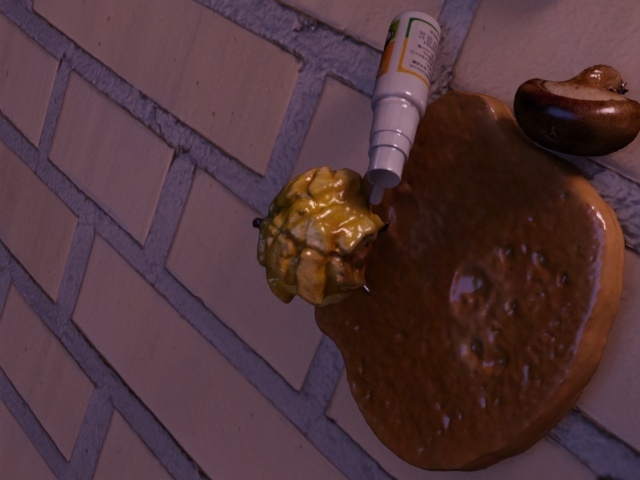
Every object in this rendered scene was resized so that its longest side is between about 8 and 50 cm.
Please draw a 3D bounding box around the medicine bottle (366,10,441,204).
[{"bbox_3d":[0.085,-0.149,1.000,0.092,0.061,0.220,109,176,-59],"label":"medicine bottle"}]

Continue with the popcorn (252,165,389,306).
[{"bbox_3d":[0.000,0.000,1.013,0.152,0.148,0.167,22,125,10],"label":"popcorn"}]

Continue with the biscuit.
[{"bbox_3d":[0.150,0.054,0.993,0.385,0.062,0.365,-55,53,28],"label":"biscuit"}]

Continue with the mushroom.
[{"bbox_3d":[0.247,-0.128,0.867,0.127,0.127,0.087,21,112,42],"label":"mushroom"}]
